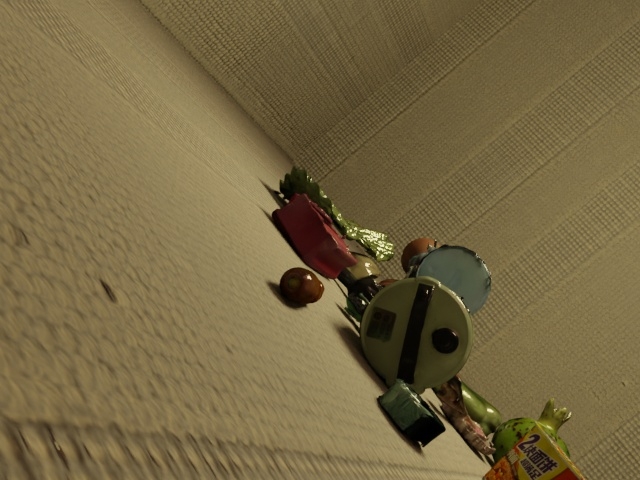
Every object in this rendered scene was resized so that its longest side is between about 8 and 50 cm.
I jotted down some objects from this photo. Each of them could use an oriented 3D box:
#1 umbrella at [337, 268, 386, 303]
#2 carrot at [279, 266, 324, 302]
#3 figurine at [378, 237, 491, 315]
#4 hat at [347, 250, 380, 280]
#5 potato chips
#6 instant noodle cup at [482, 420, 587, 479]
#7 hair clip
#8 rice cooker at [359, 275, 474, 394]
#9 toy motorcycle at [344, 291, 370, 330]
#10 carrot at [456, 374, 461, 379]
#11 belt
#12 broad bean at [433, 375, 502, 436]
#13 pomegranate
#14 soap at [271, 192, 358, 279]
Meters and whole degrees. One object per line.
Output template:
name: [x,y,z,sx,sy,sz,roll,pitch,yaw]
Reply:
umbrella: [0.134,0.163,1.928,0.340,0.118,0.118,42,0,32]
carrot: [-0.023,0.078,1.290,0.059,0.059,0.248,51,2,9]
figurine: [0.288,0.126,2.083,0.248,0.277,0.388,41,-8,7]
hat: [0.079,0.039,2.201,0.166,0.144,0.173,29,45,-83]
potato chips: [0.039,-0.077,2.268,0.373,0.097,0.389,33,-2,40]
instant noodle cup: [0.465,0.522,1.674,0.213,0.174,0.213,49,6,-6]
hair clip: [0.350,0.430,1.948,0.300,0.069,0.173,60,-1,-41]
rice cooker: [0.187,0.182,1.523,0.226,0.226,0.244,51,3,8]
toy motorcycle: [0.124,0.191,1.709,0.190,0.074,0.106,50,-5,5]
carrot: [0.407,0.475,2.316,0.061,0.061,0.257,48,16,-25]
belt: [0.152,0.281,1.289,0.105,0.058,0.140,50,4,41]
broad bean: [0.402,0.448,2.161,0.228,0.100,0.169,48,-2,-9]
pomegranate: [0.570,0.547,2.075,0.211,0.263,0.211,36,-16,12]
soap: [0.000,0.000,1.835,0.162,0.099,0.250,52,5,23]
